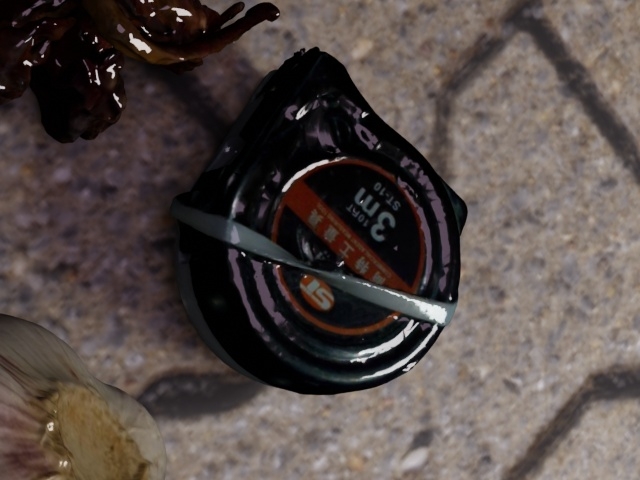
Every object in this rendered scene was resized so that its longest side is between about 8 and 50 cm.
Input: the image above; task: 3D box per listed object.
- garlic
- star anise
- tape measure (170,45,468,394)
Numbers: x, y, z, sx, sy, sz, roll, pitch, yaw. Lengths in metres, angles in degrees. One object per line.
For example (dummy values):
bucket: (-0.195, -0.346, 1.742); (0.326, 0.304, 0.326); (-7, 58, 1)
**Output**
garlic: (-0.200, 0.175, 0.618); (0.253, 0.245, 0.245); (-37, 109, 14)
star anise: (-0.129, -0.146, 0.651); (0.220, 0.126, 0.190); (-32, 128, -14)
tape measure: (-0.002, 0.004, 0.744); (0.182, 0.107, 0.181); (46, 69, -19)
